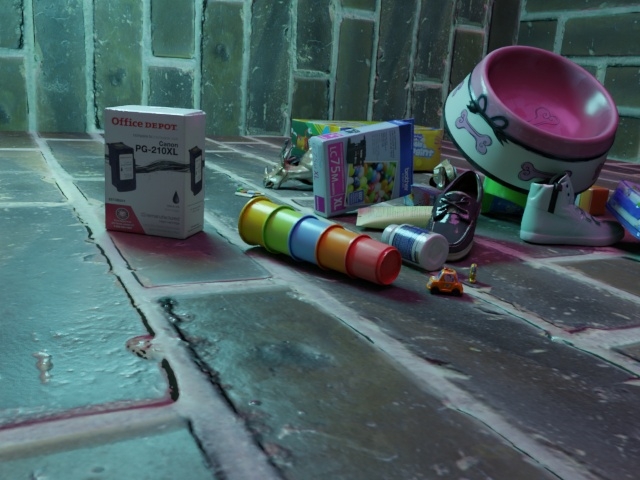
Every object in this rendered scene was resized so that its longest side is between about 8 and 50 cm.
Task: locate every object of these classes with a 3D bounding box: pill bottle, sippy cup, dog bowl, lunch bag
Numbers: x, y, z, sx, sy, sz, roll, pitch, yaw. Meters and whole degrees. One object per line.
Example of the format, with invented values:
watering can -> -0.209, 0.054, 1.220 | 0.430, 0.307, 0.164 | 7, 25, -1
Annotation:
pill bottle -> 0.166, 0.008, 1.176 | 0.067, 0.067, 0.120 | -6, 17, -34
sippy cup -> 0.537, -0.157, 1.671 | 0.224, 0.240, 0.305 | 17, 60, 11
dog bowl -> 0.505, -0.296, 1.543 | 0.408, 0.150, 0.408 | 9, 51, -11
lunch bag -> 0.708, -0.042, 1.372 | 0.176, 0.090, 0.219 | 20, 23, -10

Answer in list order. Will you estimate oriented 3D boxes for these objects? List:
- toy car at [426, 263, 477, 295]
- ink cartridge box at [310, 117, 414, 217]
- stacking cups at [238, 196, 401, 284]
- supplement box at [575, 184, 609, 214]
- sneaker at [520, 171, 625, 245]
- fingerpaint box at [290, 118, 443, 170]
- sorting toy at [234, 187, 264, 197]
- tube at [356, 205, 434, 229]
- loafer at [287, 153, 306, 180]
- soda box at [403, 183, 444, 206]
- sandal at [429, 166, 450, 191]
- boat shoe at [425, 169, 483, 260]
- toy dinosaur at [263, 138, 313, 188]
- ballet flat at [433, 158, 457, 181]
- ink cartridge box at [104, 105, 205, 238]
toy car -> 0.213, 0.054, 1.057 | 0.060, 0.041, 0.122 | 10, 16, 25
ink cartridge box -> 0.122, -0.180, 1.578 | 0.311, 0.186, 0.065 | -18, 26, -32
stacking cups -> 0.000, 0.000, 1.121 | 0.316, 0.096, 0.096 | 17, 19, 38
supplement box -> 0.692, -0.131, 1.866 | 0.078, 0.080, 0.233 | -4, 17, -30
sneaker -> 0.562, -0.070, 1.426 | 0.255, 0.151, 0.094 | 1, 13, -18
fingerpaint box -> 0.166, -0.358, 2.462 | 0.444, 0.163, 0.371 | -4, 15, -29
sorting toy -> -0.198, -0.128, 1.743 | 0.083, 0.012, 0.062 | 12, 16, 30
tube -> 0.200, -0.047, 1.442 | 0.240, 0.062, 0.070 | 2, -15, 4
loafer -> -0.061, -0.230, 2.058 | 0.078, 0.076, 0.223 | 6, 15, -27
soda box -> 0.276, -0.103, 1.674 | 0.063, 0.058, 0.183 | -1, 14, -16
sandal -> 0.345, -0.156, 1.906 | 0.060, 0.090, 0.219 | -15, 16, 17
boat shoe -> 0.266, -0.056, 1.305 | 0.102, 0.092, 0.285 | 11, 32, 22
toy dinosaur -> -0.016, -0.232, 1.912 | 0.200, 0.127, 0.295 | 23, 32, 32
ballet flat -> 0.424, -0.240, 2.260 | 0.067, 0.073, 0.206 | -9, 9, 7
ink cartridge box -> -0.319, -0.136, 1.271 | 0.172, 0.237, 0.100 | 7, 14, 12
